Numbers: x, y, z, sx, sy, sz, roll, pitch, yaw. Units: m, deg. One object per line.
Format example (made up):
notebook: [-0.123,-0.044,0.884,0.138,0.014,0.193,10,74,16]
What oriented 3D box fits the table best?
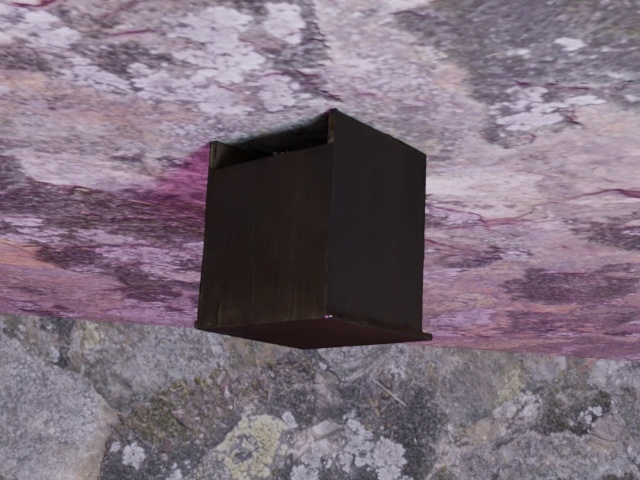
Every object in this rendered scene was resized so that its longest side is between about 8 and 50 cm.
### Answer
table: [0.000,0.000,0.936,0.169,0.193,0.172,-10,162,38]
